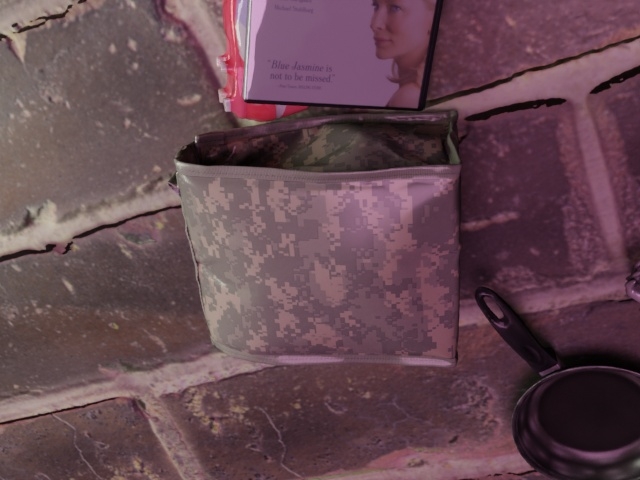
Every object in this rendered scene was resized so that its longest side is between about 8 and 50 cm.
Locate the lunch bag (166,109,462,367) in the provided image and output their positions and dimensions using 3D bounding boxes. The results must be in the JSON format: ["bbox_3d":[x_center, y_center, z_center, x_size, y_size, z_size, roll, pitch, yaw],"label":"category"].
[{"bbox_3d":[0.000,0.000,0.750,0.286,0.169,0.235,-1,120,9],"label":"lunch bag"}]

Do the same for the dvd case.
[{"bbox_3d":[0.027,-0.242,0.641,0.180,0.022,0.253,1,117,-11],"label":"dvd case"}]

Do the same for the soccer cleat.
[{"bbox_3d":[-0.054,-0.236,0.689,0.095,0.083,0.248,-6,117,-17],"label":"soccer cleat"}]

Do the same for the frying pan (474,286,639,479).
[{"bbox_3d":[0.276,0.190,0.864,0.326,0.053,0.197,30,122,-3],"label":"frying pan"}]

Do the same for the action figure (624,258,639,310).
[{"bbox_3d":[0.400,0.034,0.693,0.164,0.141,0.276,-38,148,2],"label":"action figure"}]
